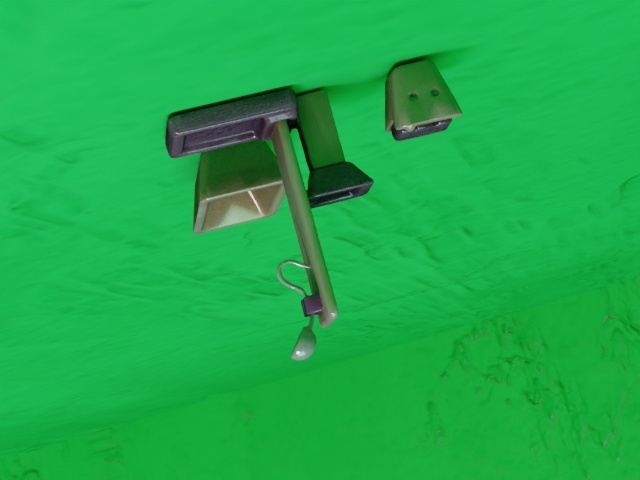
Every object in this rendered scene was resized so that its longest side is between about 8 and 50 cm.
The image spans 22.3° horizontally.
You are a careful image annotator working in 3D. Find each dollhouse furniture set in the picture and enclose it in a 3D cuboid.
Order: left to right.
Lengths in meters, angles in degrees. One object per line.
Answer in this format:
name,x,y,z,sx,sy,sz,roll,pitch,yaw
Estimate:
dollhouse furniture set,0.000,0.000,0.553,0.091,0.081,0.114,-14,172,-9
